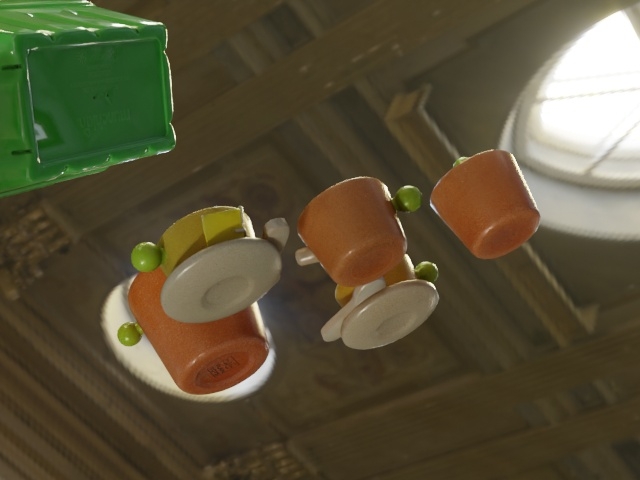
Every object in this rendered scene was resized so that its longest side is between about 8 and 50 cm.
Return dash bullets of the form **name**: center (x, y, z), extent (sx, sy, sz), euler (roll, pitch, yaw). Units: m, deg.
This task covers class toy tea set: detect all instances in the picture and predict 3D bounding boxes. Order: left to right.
- **toy tea set**: center (0.000, 0.000, 0.827), extent (0.336, 0.200, 0.124), euler (-11, -124, -27)

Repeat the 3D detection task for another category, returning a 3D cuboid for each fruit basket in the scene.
- **fruit basket**: center (-0.418, -0.198, 1.360), extent (0.392, 0.392, 0.282), euler (-24, -66, -58)
